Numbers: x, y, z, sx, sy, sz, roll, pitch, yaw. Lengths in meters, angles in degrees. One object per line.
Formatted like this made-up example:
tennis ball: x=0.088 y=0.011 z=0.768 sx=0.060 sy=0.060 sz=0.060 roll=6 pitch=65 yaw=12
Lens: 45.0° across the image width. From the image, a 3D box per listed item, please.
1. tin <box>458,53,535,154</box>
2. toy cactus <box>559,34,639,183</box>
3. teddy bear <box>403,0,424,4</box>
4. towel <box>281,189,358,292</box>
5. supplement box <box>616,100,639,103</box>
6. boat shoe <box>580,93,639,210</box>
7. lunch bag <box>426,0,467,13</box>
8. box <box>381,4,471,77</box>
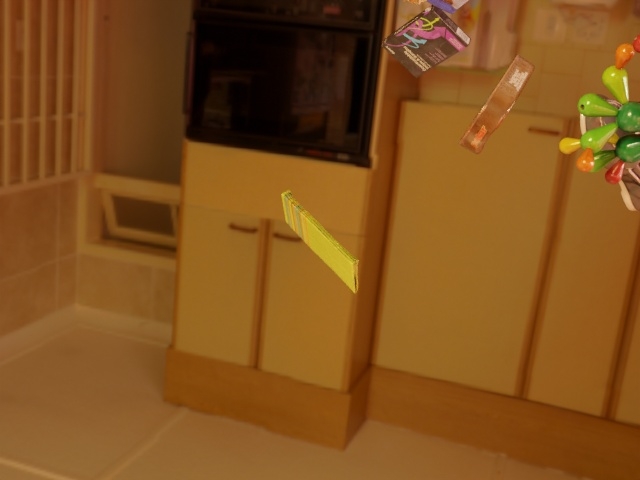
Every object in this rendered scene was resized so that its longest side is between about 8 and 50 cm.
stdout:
tin: x=0.251 y=-0.193 z=1.091 sx=0.040 sy=0.106 sz=0.189 roll=31 pitch=-133 yaw=7
toy cactus: x=0.401 y=-0.139 z=0.932 sx=0.181 sy=0.219 sz=0.112 roll=17 pitch=-134 yaw=2
teddy bear: x=0.147 y=-0.411 z=0.926 sx=0.113 sy=0.245 sz=0.338 roll=11 pitch=154 yaw=-26
towel: x=0.000 y=0.000 z=1.549 sx=0.021 sy=0.102 sz=0.237 roll=-33 pitch=-124 yaw=-18
supplement box: x=0.635 y=-0.194 z=1.426 sx=0.240 sy=0.073 sz=0.130 roll=8 pitch=162 yaw=31
boat shoe: x=0.533 y=-0.150 z=1.302 sx=0.096 sy=0.112 sz=0.335 roll=-4 pitch=154 yaw=37
lunch bag: x=0.233 y=-0.666 z=1.354 sx=0.239 sy=0.385 sz=0.328 roll=10 pitch=150 yaw=-43
box: x=0.228 y=-0.431 z=1.680 sx=0.116 sy=0.029 sz=0.162 roll=37 pitch=146 yaw=-22
